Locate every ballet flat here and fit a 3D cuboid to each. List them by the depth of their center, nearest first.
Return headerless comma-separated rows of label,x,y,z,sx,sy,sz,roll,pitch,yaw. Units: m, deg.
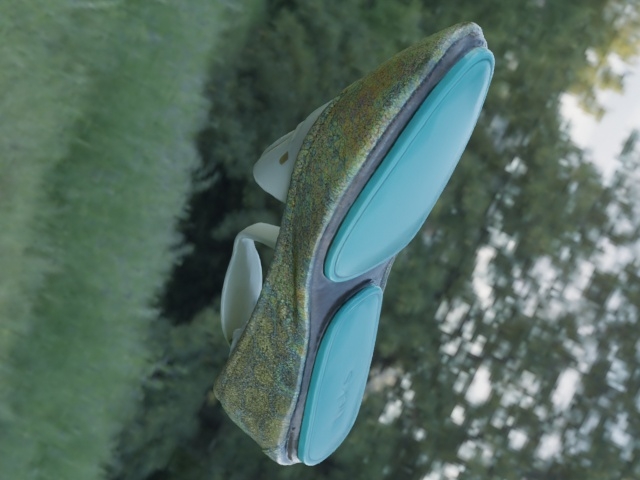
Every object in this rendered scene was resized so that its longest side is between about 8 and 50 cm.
ballet flat,0.000,0.000,0.755,0.123,0.123,0.348,-56,167,-54
